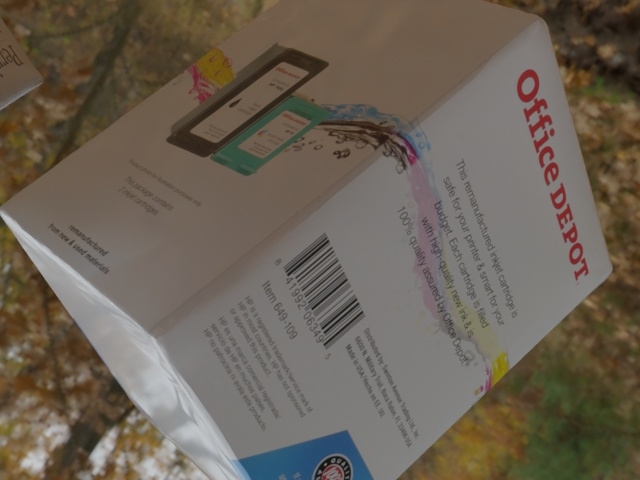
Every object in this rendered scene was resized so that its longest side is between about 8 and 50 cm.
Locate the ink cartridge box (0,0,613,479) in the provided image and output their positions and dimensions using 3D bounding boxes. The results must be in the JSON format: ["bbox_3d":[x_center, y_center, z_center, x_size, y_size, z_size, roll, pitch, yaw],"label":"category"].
[{"bbox_3d":[0.000,0.000,0.679,0.197,0.270,0.198,29,152,48],"label":"ink cartridge box"}]

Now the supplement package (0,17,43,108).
[{"bbox_3d":[-0.282,-0.100,0.411,0.263,0.198,0.199,58,-162,-14],"label":"supplement package"}]
